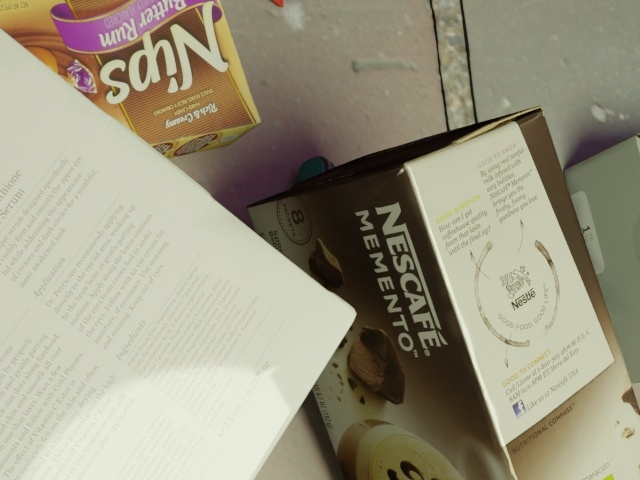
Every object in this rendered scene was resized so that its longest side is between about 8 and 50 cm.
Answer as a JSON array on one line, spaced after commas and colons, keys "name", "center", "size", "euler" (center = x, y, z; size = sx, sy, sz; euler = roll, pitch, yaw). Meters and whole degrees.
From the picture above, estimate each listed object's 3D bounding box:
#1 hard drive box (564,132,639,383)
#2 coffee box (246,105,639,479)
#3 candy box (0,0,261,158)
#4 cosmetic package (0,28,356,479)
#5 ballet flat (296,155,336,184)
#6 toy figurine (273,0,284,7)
[{"name": "hard drive box", "center": [0.330, 0.007, 1.031], "size": [0.232, 0.089, 0.181], "euler": [-4, 76, -32]}, {"name": "coffee box", "center": [0.089, 0.086, 0.785], "size": [0.118, 0.168, 0.297], "euler": [-23, 98, -35]}, {"name": "candy box", "center": [-0.140, -0.100, 0.806], "size": [0.186, 0.053, 0.109], "euler": [-15, 83, -32]}, {"name": "cosmetic package", "center": [-0.197, 0.104, 0.650], "size": [0.284, 0.097, 0.377], "euler": [40, 67, -16]}, {"name": "ballet flat", "center": [0.000, 0.000, 0.869], "size": [0.041, 0.041, 0.114], "euler": [18, 67, -25]}, {"name": "toy figurine", "center": [0.065, -0.355, 0.914], "size": [0.362, 0.217, 0.191], "euler": [-40, 96, -33]}]
